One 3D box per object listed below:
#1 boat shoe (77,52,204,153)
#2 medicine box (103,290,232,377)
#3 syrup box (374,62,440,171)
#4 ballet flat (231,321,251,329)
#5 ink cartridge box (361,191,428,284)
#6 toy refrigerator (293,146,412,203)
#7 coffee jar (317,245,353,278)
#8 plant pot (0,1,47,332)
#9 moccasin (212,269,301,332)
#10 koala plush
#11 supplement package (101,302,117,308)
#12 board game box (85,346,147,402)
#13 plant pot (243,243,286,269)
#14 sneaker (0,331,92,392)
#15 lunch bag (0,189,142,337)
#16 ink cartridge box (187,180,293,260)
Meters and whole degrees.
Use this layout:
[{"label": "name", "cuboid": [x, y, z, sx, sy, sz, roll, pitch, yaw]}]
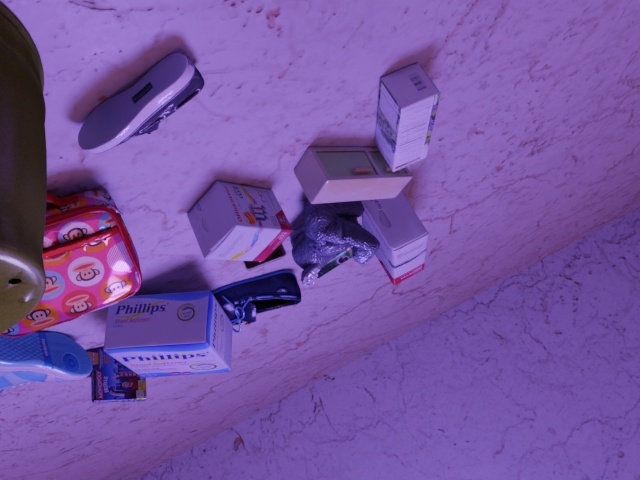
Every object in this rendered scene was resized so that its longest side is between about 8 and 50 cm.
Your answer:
[{"label": "boat shoe", "cuboid": [-0.285, -0.210, 0.930, 0.228, 0.080, 0.076, -39, 153, 7]}, {"label": "medicine box", "cuboid": [-0.393, 0.257, 1.536, 0.263, 0.149, 0.289, -4, 154, 2]}, {"label": "syrup box", "cuboid": [0.187, -0.265, 1.270, 0.096, 0.093, 0.237, -24, 155, -8]}, {"label": "ballet flat", "cuboid": [-0.313, 0.261, 1.826, 0.213, 0.068, 0.072, -10, 150, -34]}, {"label": "ink cartridge box", "cuboid": [0.210, -0.018, 1.653, 0.114, 0.197, 0.273, -27, 156, -4]}, {"label": "toy refrigerator", "cuboid": [0.083, -0.161, 1.360, 0.269, 0.102, 0.094, -6, 148, -38]}, {"label": "coffee jar", "cuboid": [0.040, 0.035, 1.728, 0.184, 0.079, 0.096, -31, 153, 10]}, {"label": "plant pot", "cuboid": [-0.483, -0.065, 0.670, 0.366, 0.353, 0.366, -23, 156, -11]}, {"label": "moccasin", "cuboid": [-0.216, 0.189, 1.723, 0.342, 0.117, 0.138, -20, 155, -14]}, {"label": "koala plush", "cuboid": [0.000, 0.000, 1.512, 0.203, 0.196, 0.221, 11, 137, -38]}, {"label": "supplement package", "cuboid": [-0.545, 0.102, 1.233, 0.179, 0.105, 0.105, -19, 156, -17]}, {"label": "board game box", "cuboid": [-0.614, 0.383, 1.666, 0.194, 0.194, 0.060, 7, 140, -29]}, {"label": "plant pot", "cuboid": [-0.160, 0.020, 1.475, 0.109, 0.109, 0.096, -21, 167, -15]}, {"label": "sneaker", "cuboid": [-0.758, 0.326, 1.441, 0.208, 0.127, 0.319, -36, 145, 15]}, {"label": "lunch bag", "cuboid": [-0.503, 0.025, 1.068, 0.293, 0.120, 0.258, -20, 127, -16]}, {"label": "ink cartridge box", "cuboid": [-0.183, -0.039, 1.295, 0.176, 0.128, 0.127, 3, 141, -49]}]
